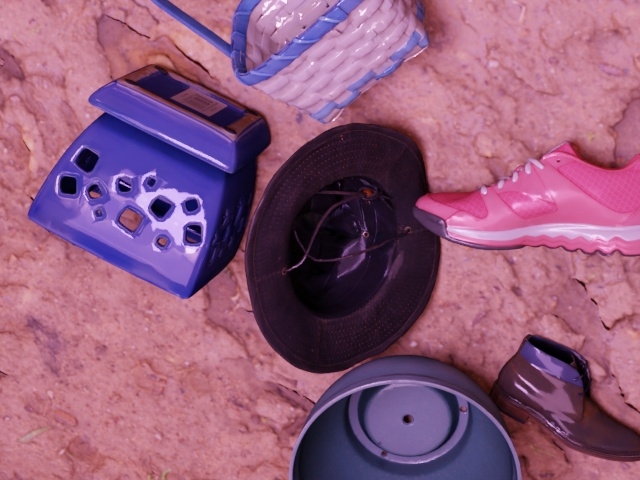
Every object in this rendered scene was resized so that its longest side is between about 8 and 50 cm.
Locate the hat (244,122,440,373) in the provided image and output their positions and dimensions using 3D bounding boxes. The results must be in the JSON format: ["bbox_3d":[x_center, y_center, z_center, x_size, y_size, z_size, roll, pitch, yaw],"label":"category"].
[{"bbox_3d":[0.000,0.000,1.973,0.134,0.331,0.331,22,121,48],"label":"hat"}]

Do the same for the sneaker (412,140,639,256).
[{"bbox_3d":[0.274,-0.060,1.929,0.314,0.116,0.136,3,101,6],"label":"sneaker"}]

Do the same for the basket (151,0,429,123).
[{"bbox_3d":[-0.032,-0.295,1.838,0.255,0.201,0.289,-34,130,22],"label":"basket"}]

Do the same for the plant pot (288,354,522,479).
[{"bbox_3d":[0.112,0.268,2.021,0.293,0.196,0.293,2,113,4],"label":"plant pot"}]

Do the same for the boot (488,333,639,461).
[{"bbox_3d":[0.337,0.208,2.012,0.219,0.082,0.106,22,116,8],"label":"boot"}]

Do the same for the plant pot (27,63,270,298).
[{"bbox_3d":[-0.201,-0.089,1.967,0.236,0.236,0.212,26,107,4],"label":"plant pot"}]
